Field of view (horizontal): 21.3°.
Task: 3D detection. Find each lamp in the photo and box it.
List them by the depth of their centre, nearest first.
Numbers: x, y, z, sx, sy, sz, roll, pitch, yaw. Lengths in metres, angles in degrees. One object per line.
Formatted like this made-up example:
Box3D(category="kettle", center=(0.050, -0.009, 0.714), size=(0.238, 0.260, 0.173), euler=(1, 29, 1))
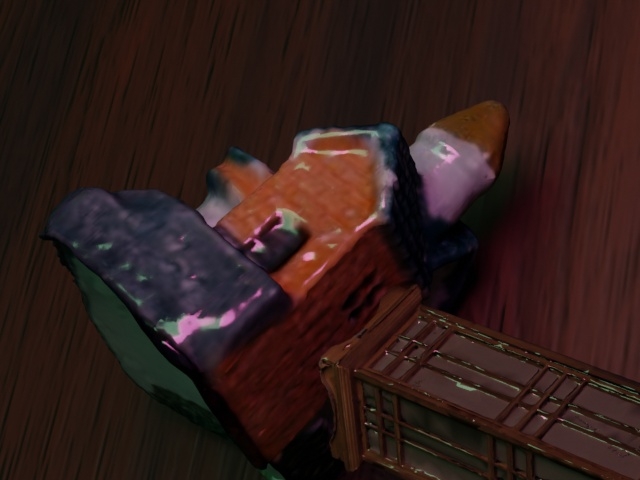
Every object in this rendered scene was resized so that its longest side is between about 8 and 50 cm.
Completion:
Box3D(category="lamp", center=(0.155, 0.125, 0.937), size=(0.325, 0.090, 0.089), euler=(19, 44, 32))

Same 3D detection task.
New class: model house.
Box3D(category="model house", center=(0.000, 0.000, 1.097), size=(0.291, 0.253, 0.184), euler=(-41, 57, -10))
